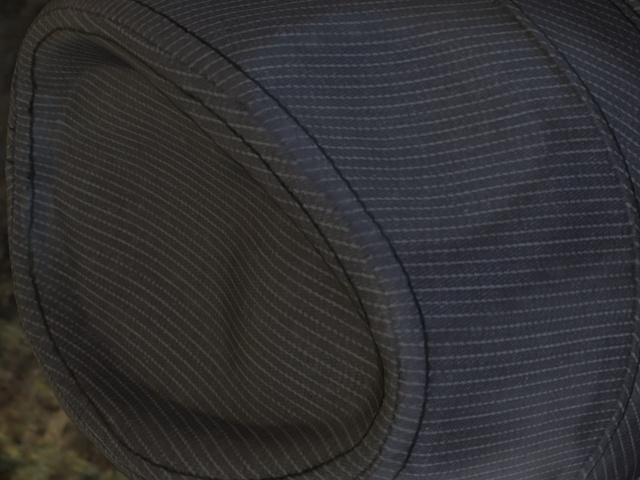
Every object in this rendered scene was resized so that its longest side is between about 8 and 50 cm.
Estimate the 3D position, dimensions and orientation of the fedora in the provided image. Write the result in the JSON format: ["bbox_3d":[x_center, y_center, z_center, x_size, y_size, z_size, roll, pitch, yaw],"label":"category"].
[{"bbox_3d":[0.000,0.000,0.431,0.124,0.275,0.243,-12,126,-42],"label":"fedora"}]
